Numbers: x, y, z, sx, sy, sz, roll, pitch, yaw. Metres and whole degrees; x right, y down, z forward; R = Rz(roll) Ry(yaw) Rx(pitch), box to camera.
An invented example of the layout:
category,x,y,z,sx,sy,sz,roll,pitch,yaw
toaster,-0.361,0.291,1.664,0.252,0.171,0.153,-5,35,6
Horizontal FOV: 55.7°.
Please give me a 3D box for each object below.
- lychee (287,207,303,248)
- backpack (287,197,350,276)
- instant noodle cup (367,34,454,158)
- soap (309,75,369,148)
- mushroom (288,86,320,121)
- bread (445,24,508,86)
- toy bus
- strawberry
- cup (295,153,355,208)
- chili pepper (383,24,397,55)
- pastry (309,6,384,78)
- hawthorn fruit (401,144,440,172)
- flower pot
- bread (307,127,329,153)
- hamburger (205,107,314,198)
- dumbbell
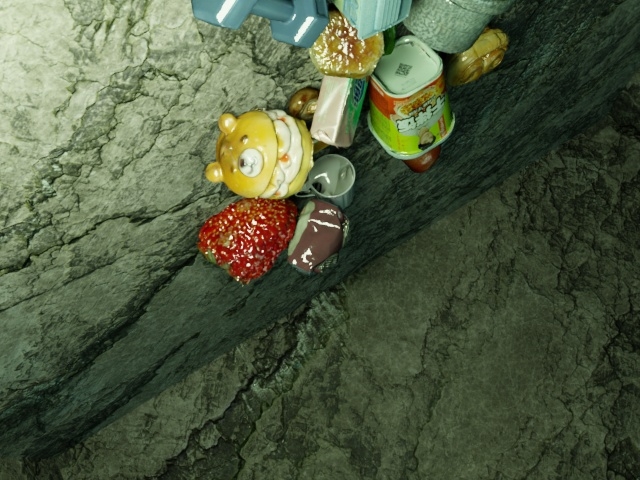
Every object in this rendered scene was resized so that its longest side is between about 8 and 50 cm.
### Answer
category,x,y,z,sx,sy,sz,roll,pitch,yaw
lychee,-0.114,-0.058,2.387,0.171,0.171,0.171,-30,160,-12
backpack,0.000,0.000,2.240,0.283,0.197,0.317,-62,171,-1
instant noodle cup,0.278,-0.461,1.925,0.294,0.293,0.308,-33,153,-4
soap,0.060,-0.405,1.734,0.218,0.098,0.273,-19,126,-71
mushroom,-0.039,-0.397,1.791,0.127,0.087,0.127,-30,156,-15
bread,0.530,-0.636,2.081,0.236,0.120,0.198,-31,162,-11
toy bus,0.111,-0.625,1.335,0.152,0.190,0.312,-30,161,-13
strawberry,-0.256,-0.037,2.121,0.343,0.292,0.292,-59,160,-2
cup,0.025,-0.215,2.278,0.202,0.221,0.166,70,36,-73
chili pepper,0.165,-0.589,1.643,0.083,0.099,0.253,-41,162,-7
pastry,0.065,-0.506,1.560,0.193,0.182,0.093,-7,-159,-2
hawthorn fruit,0.414,-0.375,2.466,0.188,0.169,0.169,-43,159,27
flower pot,0.378,-0.662,1.540,0.299,0.299,0.283,-23,162,-29
bread,-0.022,-0.332,1.992,0.239,0.074,0.092,-31,145,-13
hamburger,-0.181,-0.243,1.701,0.237,0.276,0.276,2,142,-40
dumbbell,-0.125,-0.511,1.301,0.316,0.156,0.143,-8,118,-52
